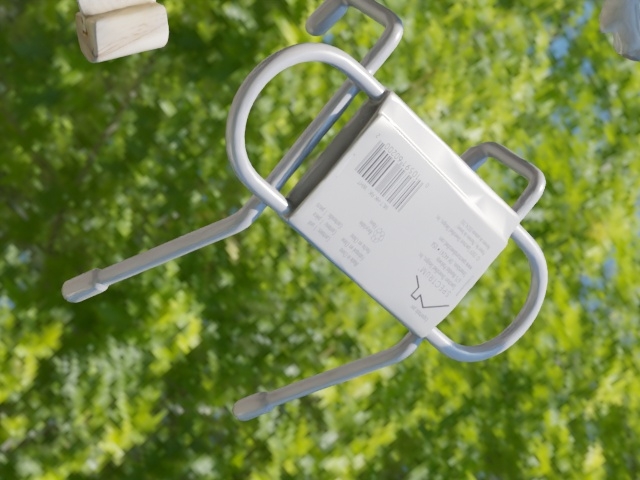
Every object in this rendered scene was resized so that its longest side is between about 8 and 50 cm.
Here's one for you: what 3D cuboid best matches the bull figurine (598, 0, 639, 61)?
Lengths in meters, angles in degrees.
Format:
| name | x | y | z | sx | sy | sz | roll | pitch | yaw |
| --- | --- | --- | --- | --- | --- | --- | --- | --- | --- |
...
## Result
| name | x | y | z | sx | sy | sz | roll | pitch | yaw |
| --- | --- | --- | --- | --- | --- | --- | --- | --- | --- |
| bull figurine | 0.270 | -0.165 | 0.812 | 0.101 | 0.310 | 0.188 | -74 | -170 | -52 |

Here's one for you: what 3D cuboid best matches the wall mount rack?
| name | x | y | z | sx | sy | sz | roll | pitch | yaw |
| --- | --- | --- | --- | --- | --- | --- | --- | --- | --- |
| wall mount rack | 0.000 | 0.000 | 1.100 | 0.304 | 0.350 | 0.130 | -49 | -141 | -1 |

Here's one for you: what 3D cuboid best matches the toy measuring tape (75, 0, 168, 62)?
| name | x | y | z | sx | sy | sz | roll | pitch | yaw |
| --- | --- | --- | --- | --- | --- | --- | --- | --- | --- |
| toy measuring tape | -0.033 | -0.142 | 0.501 | 0.121 | 0.121 | 0.330 | -61 | 176 | -36 |
